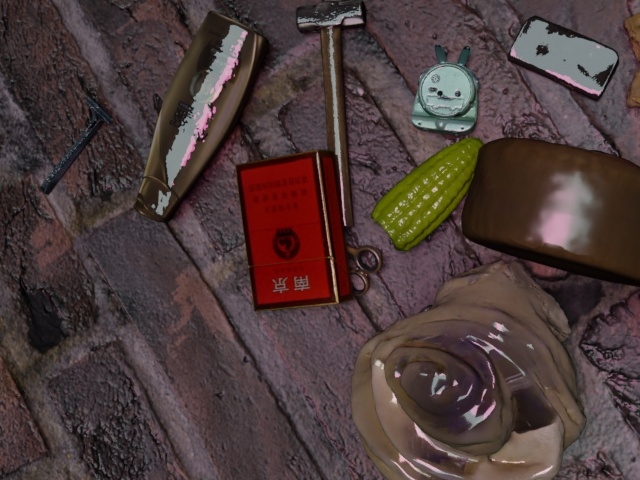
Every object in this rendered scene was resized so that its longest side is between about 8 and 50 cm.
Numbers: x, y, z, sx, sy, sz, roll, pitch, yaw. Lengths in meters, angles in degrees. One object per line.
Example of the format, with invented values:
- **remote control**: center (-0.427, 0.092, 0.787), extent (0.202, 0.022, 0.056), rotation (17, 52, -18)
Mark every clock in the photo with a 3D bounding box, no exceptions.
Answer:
- **clock**: center (0.196, -0.233, 1.340), extent (0.101, 0.041, 0.134), rotation (7, 90, 15)

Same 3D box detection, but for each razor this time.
- **razor**: center (-0.430, -0.156, 1.510), extent (0.066, 0.033, 0.190), rotation (42, 104, 12)

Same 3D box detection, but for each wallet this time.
- **wallet**: center (0.369, -0.279, 1.308), extent (0.157, 0.018, 0.082), rotation (27, 95, 14)

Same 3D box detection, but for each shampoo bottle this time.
- **shampoo bottle**: center (-0.207, -0.196, 1.424), extent (0.126, 0.084, 0.350), rotation (29, 96, 12)

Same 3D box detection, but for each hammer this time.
- **hammer**: center (0.028, -0.202, 1.389), extent (0.111, 0.043, 0.365), rotation (-4, 89, 13)

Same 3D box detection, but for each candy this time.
- **candy**: center (0.171, -0.078, 1.318), extent (0.209, 0.097, 0.097), rotation (-45, 78, 4)

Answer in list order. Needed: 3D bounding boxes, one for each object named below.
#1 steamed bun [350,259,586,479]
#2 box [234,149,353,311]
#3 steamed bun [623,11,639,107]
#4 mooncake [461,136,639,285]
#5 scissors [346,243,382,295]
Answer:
- **steamed bun**: center (0.201, 0.212, 1.221), extent (0.347, 0.237, 0.393), rotation (12, 91, 15)
- **box**: center (-0.042, -0.014, 1.359), extent (0.153, 0.074, 0.239), rotation (-7, 91, 22)
- **steamed bun**: center (0.568, -0.264, 1.198), extent (0.296, 0.137, 0.292), rotation (26, 98, 12)
- **mooncake**: center (0.337, -0.040, 1.171), extent (0.285, 0.284, 0.155), rotation (18, 90, 15)
- **scissors**: center (0.000, 0.000, 1.390), extent (0.220, 0.017, 0.088), rotation (35, 117, 17)
